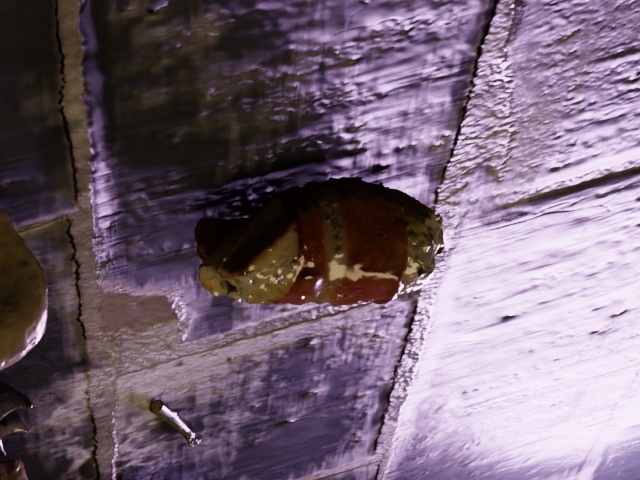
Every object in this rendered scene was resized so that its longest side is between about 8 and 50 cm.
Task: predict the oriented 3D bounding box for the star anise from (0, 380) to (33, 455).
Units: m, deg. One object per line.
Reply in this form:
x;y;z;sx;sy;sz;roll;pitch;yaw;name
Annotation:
-0.341;0.161;1.597;0.181;0.061;0.204;-21;157;-11;star anise

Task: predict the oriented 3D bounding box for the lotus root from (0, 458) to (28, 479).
-0.350;0.270;1.723;0.170;0.074;0.261;-17;172;-31;lotus root

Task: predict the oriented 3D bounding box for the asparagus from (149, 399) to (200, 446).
-0.144;0.183;1.842;0.015;0.018;0.127;9;161;19;asparagus

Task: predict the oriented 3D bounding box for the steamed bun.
-0.306;0.054;1.333;0.155;0.140;0.172;-22;-176;46;steamed bun

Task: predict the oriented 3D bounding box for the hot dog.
0.000;0.000;1.514;0.213;0.103;0.146;2;168;-23;hot dog
